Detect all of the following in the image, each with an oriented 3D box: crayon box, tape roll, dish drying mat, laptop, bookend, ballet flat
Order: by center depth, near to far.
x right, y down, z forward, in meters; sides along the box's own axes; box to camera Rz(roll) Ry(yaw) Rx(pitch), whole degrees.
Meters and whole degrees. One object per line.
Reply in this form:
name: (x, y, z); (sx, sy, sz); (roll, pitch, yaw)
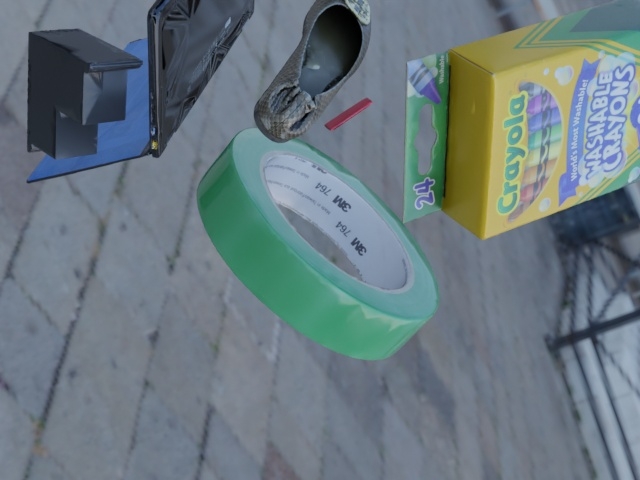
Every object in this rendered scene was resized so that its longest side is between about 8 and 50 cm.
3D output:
ballet flat: (0.004, -0.197, 1.325); (0.084, 0.058, 0.250); (43, 48, -13)
crayon box: (0.246, -0.132, 1.374); (0.083, 0.322, 0.203); (41, -39, 46)
tape roll: (0.000, 0.000, 1.506); (0.321, 0.077, 0.321); (34, 24, -17)
bookend: (-0.290, -0.163, 1.512); (0.072, 0.157, 0.156); (-12, 118, -37)
laptop: (-0.272, -0.317, 1.885); (0.408, 0.236, 0.382); (97, 14, -48)
dish drying mat: (0.046, -0.205, 2.015); (0.008, 0.083, 0.032); (57, -4, -28)
